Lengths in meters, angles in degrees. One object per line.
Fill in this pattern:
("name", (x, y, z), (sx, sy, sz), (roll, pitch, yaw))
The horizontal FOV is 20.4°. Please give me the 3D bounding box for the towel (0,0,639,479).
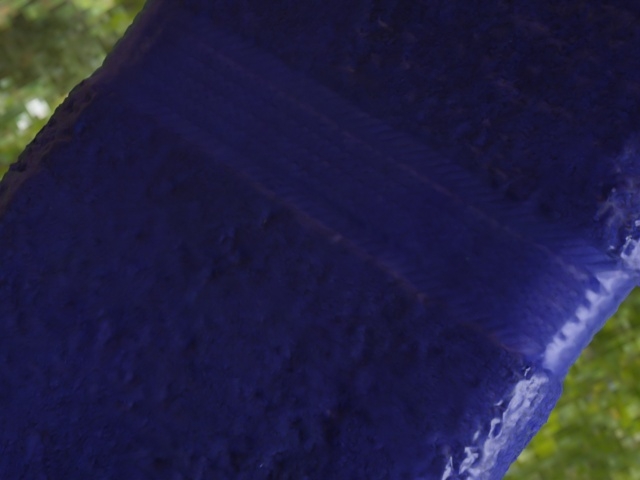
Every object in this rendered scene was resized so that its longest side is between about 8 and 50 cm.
("towel", (0.000, 0.000, 0.625), (0.227, 0.076, 0.308), (33, -96, 29))
